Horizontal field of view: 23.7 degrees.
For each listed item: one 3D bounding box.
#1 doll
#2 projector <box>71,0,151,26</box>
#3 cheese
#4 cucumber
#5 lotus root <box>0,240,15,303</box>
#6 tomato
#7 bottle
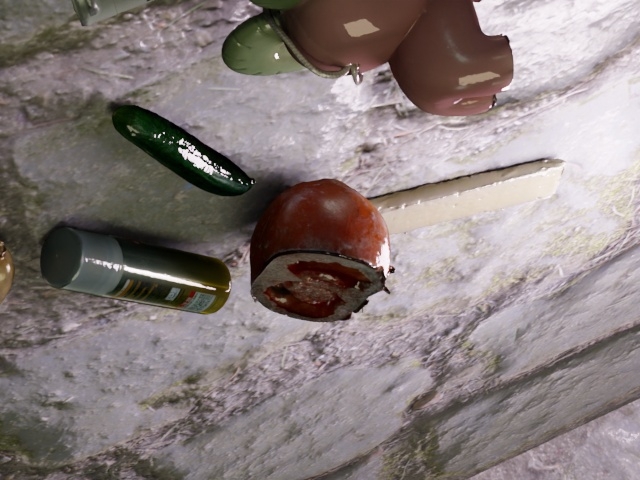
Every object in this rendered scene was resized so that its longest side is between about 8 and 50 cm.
[{"bbox_3d":[0.042,-0.228,1.582,0.268,0.216,0.284,-10,165,-14],"label":"doll"},{"bbox_3d":[-0.087,-0.309,1.447,0.337,0.108,0.108,-21,153,-5],"label":"projector"},{"bbox_3d":[0.176,-0.054,2.212,0.400,0.034,0.085,-13,152,-21],"label":"cheese"},{"bbox_3d":[-0.161,-0.100,1.832,0.056,0.056,0.284,-33,151,17],"label":"cucumber"},{"bbox_3d":[-0.413,0.043,1.868,0.150,0.073,0.062,-57,-178,47],"label":"lotus root"},{"bbox_3d":[0.000,0.000,2.030,0.180,0.155,0.214,14,153,-23],"label":"tomato"},{"bbox_3d":[-0.238,0.042,1.996,0.082,0.082,0.286,-38,151,26],"label":"bottle"}]
